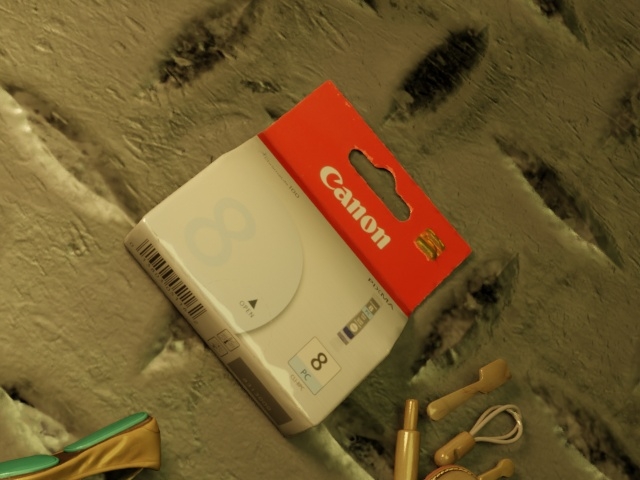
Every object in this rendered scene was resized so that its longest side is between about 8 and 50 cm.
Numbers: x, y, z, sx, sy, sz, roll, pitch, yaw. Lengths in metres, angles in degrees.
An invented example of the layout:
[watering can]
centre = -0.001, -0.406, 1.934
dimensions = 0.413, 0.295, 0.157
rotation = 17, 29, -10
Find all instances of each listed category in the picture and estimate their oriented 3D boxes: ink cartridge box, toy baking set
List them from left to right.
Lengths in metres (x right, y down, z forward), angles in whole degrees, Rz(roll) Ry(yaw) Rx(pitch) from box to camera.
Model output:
[ink cartridge box]
centre = 0.000, 0.000, 1.480
dimensions = 0.385, 0.091, 0.308
rotation = -42, 93, -30
[toy baking set]
centre = 0.174, 0.270, 1.507
dimensions = 0.196, 0.030, 0.256
rotation = 9, 74, -30

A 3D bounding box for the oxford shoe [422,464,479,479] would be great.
[oxford shoe]
centre = 0.116, 0.409, 1.354
dimensions = 0.123, 0.130, 0.348
rotation = 33, 66, -12

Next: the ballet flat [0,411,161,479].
[ballet flat]
centre = -0.268, 0.249, 1.268
dimensions = 0.232, 0.080, 0.073
rotation = -17, 95, -29
